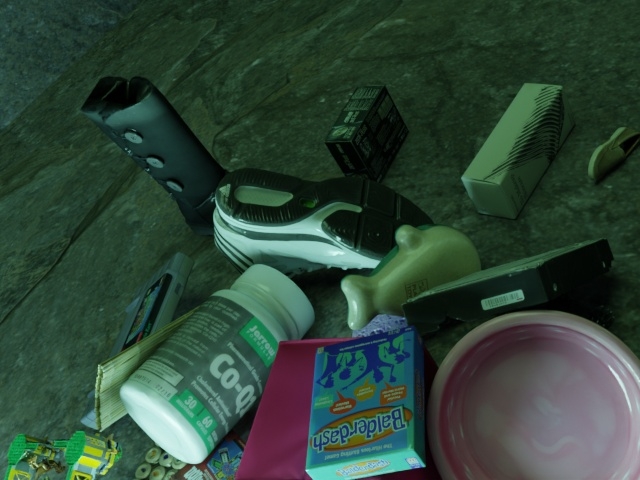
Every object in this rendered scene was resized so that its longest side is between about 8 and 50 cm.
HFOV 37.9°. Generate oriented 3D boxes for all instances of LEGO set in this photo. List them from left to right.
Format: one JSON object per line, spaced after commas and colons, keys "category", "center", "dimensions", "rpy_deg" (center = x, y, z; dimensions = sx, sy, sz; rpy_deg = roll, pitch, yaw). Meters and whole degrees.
{"category": "LEGO set", "center": [-0.444, 0.477, 1.706], "dimensions": [0.331, 0.192, 0.255], "rpy_deg": [-22, 51, 40]}

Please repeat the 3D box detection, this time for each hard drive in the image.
{"category": "hard drive", "center": [0.310, 0.069, 1.498], "dimensions": [0.237, 0.064, 0.339], "rpy_deg": [-19, -5, 35]}

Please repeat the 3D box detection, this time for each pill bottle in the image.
{"category": "pill bottle", "center": [-0.185, 0.223, 1.759], "dimensions": [0.204, 0.204, 0.361], "rpy_deg": [13, 50, 43]}

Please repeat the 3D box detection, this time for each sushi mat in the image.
{"category": "sushi mat", "center": [-0.311, 0.234, 1.798], "dimensions": [0.019, 0.151, 0.316], "rpy_deg": [26, 35, 26]}

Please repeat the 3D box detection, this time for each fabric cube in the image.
{"category": "fabric cube", "center": [0.057, 0.325, 1.458], "dimensions": [0.259, 0.254, 0.258], "rpy_deg": [-7, 47, 29]}

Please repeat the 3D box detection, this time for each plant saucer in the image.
{"category": "plant saucer", "center": [0.323, 0.263, 1.353], "dimensions": [0.332, 0.084, 0.332], "rpy_deg": [0, 90, 17]}

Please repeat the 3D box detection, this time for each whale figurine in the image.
{"category": "whale figurine", "center": [0.154, 0.069, 1.686], "dimensions": [0.272, 0.216, 0.141], "rpy_deg": [-19, 22, -18]}

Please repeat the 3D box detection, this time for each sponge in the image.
{"category": "sponge", "center": [0.100, 0.227, 1.707], "dimensions": [0.117, 0.031, 0.210], "rpy_deg": [-8, 45, 29]}

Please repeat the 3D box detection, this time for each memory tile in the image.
{"category": "memory tile", "center": [-0.304, 0.435, 1.794], "dimensions": [0.113, 0.012, 0.148], "rpy_deg": [2, 52, 37]}

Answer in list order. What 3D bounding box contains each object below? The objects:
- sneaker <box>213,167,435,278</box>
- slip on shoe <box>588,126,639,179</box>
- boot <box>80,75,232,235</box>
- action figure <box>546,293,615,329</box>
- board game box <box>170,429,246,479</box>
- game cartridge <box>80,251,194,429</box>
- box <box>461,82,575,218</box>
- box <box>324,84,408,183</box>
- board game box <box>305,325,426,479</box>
{"category": "sneaker", "center": [0.000, -0.001, 1.882], "dimensions": [0.447, 0.257, 0.169], "rpy_deg": [13, 59, -6]}
{"category": "slip on shoe", "center": [0.559, -0.164, 1.772], "dimensions": [0.135, 0.051, 0.041], "rpy_deg": [-43, 36, -22]}
{"category": "boot", "center": [-0.265, -0.189, 2.062], "dimensions": [0.367, 0.445, 0.146], "rpy_deg": [-5, 47, 32]}
{"category": "action figure", "center": [0.341, 0.199, 1.474], "dimensions": [0.164, 0.141, 0.276], "rpy_deg": [29, 65, 25]}
{"category": "board game box", "center": [-0.169, 0.416, 1.610], "dimensions": [0.145, 0.027, 0.281], "rpy_deg": [-37, 15, -14]}
{"category": "game cartridge", "center": [-0.388, 0.207, 1.978], "dimensions": [0.230, 0.068, 0.355], "rpy_deg": [-43, 23, 47]}
{"category": "box", "center": [0.397, -0.181, 1.854], "dimensions": [0.094, 0.113, 0.275], "rpy_deg": [13, 60, 42]}
{"category": "box", "center": [0.105, -0.233, 2.084], "dimensions": [0.077, 0.147, 0.180], "rpy_deg": [5, 53, 38]}
{"category": "board game box", "center": [0.066, 0.230, 1.313], "dimensions": [0.160, 0.047, 0.210], "rpy_deg": [-16, 43, 20]}
